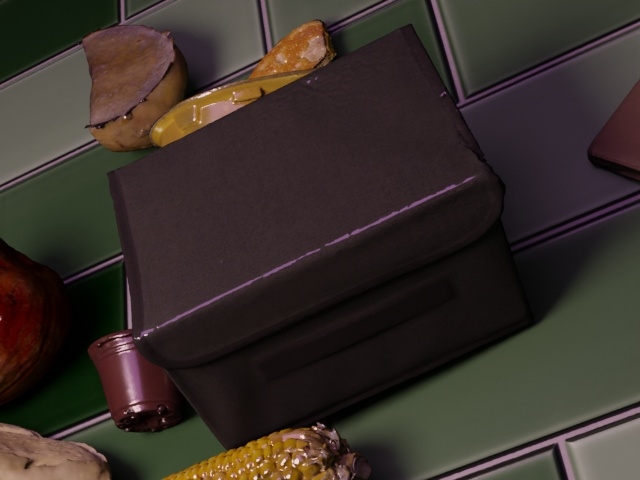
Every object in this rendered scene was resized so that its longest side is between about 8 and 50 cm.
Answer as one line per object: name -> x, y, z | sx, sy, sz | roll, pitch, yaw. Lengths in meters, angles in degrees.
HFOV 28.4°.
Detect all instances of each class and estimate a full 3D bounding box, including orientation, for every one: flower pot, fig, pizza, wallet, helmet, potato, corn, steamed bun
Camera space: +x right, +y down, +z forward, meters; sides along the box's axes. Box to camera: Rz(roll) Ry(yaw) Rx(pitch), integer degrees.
flower pot -> -0.186, 0.153, 1.338 | 0.111, 0.111, 0.089 | -20, 63, 19
fig -> -0.396, 0.133, 1.468 | 0.190, 0.191, 0.290 | 52, 130, 45
pizza -> -0.037, -0.210, 1.561 | 0.160, 0.036, 0.099 | -48, 45, -8
wallet -> 0.344, -0.124, 1.247 | 0.118, 0.039, 0.152 | 26, 71, 45
helmet -> -0.053, -0.087, 1.395 | 0.257, 0.205, 0.140 | -12, 77, 0
potato -> -0.229, -0.200, 1.635 | 0.138, 0.098, 0.243 | -26, 40, 8
corn -> -0.098, 0.257, 1.186 | 0.318, 0.115, 0.115 | -23, 47, 17
steamed bun -> -0.343, 0.250, 1.321 | 0.212, 0.231, 0.110 | 178, 105, -76

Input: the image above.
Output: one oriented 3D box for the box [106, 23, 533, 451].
box -> 0.000, -0.001, 1.224 | 0.345, 0.204, 0.251 | -25, 44, 4
